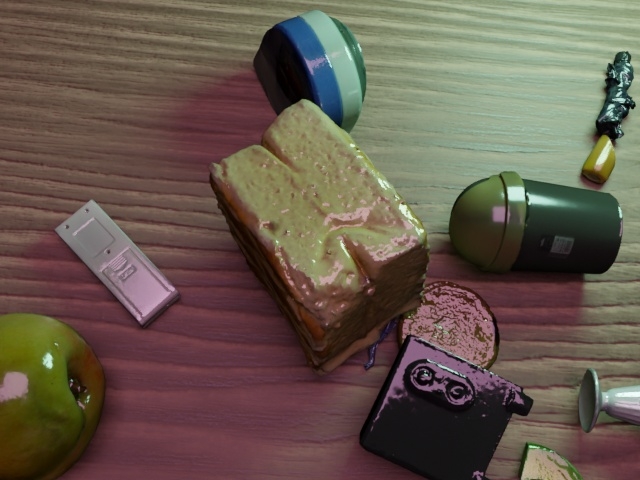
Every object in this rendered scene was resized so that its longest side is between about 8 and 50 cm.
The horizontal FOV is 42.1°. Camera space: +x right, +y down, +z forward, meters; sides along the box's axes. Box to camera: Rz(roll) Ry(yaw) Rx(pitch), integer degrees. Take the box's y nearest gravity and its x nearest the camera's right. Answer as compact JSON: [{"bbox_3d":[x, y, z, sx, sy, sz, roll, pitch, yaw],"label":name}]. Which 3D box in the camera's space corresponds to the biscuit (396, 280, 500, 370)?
[{"bbox_3d":[0.262,0.194,1.711,0.226,0.042,0.225,1,73,-2],"label":"biscuit"}]

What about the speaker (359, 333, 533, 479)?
[{"bbox_3d":[0.230,0.333,1.569,0.254,0.184,0.232,26,87,5],"label":"speaker"}]

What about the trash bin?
[{"bbox_3d":[0.426,-0.033,1.710,0.334,0.214,0.214,3,72,-8],"label":"trash bin"}]

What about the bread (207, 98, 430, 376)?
[{"bbox_3d":[0.000,0.000,1.573,0.279,0.371,0.390,-31,68,-11],"label":"bread"}]

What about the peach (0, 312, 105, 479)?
[{"bbox_3d":[-0.564,0.290,1.509,0.316,0.281,0.314,0,78,6],"label":"peach"}]

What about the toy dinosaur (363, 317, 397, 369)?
[{"bbox_3d":[0.115,0.169,1.711,0.080,0.045,0.197,19,80,-1],"label":"toy dinosaur"}]

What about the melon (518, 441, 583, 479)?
[{"bbox_3d":[0.463,0.489,1.619,0.118,0.064,0.209,-39,76,-9],"label":"melon"}]

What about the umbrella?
[{"bbox_3d":[0.685,-0.337,1.900,0.071,0.080,0.224,0,60,35],"label":"umbrella"}]

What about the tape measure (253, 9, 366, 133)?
[{"bbox_3d":[-0.015,-0.356,1.772,0.138,0.262,0.259,-24,75,-21],"label":"tape measure"}]

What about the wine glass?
[{"bbox_3d":[0.621,0.326,1.632,0.197,0.165,0.164,4,72,2],"label":"wine glass"}]

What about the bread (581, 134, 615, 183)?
[{"bbox_3d":[0.630,-0.180,1.852,0.062,0.049,0.103,33,75,7],"label":"bread"}]

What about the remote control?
[{"bbox_3d":[-0.419,0.048,1.713,0.103,0.055,0.277,-42,78,-15],"label":"remote control"}]
